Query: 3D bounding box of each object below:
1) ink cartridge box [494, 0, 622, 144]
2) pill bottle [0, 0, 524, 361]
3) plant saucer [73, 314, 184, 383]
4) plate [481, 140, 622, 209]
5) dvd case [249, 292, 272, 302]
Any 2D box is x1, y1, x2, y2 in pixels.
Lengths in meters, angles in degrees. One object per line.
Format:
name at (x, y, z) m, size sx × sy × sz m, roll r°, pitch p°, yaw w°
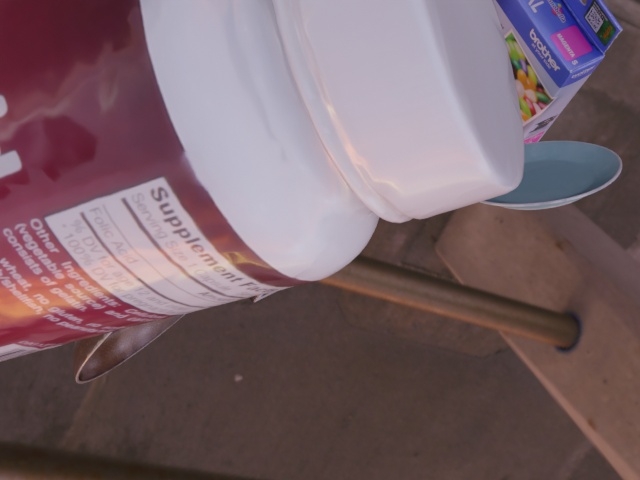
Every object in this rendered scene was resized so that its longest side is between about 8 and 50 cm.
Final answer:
ink cartridge box at (0.257, -0.248, 1.151) m, size 0.065 × 0.186 × 0.311 m, roll -26°, pitch 166°, yaw -16°
pill bottle at (-0.100, -0.066, 0.514) m, size 0.392 × 0.224 × 0.224 m, roll -16°, pitch 127°, yaw 23°
plant saucer at (-0.208, 0.067, 1.164) m, size 0.310 × 0.310 × 0.050 m, roll -44°, pitch 85°, yaw 9°
plate at (0.256, -0.072, 1.041) m, size 0.188 × 0.188 × 0.024 m, roll -17°, pitch 114°, yaw -8°
dvd case at (0.000, 0.000, 1.341) m, size 0.179 × 0.029 × 0.239 m, roll -25°, pitch 163°, yaw -36°
